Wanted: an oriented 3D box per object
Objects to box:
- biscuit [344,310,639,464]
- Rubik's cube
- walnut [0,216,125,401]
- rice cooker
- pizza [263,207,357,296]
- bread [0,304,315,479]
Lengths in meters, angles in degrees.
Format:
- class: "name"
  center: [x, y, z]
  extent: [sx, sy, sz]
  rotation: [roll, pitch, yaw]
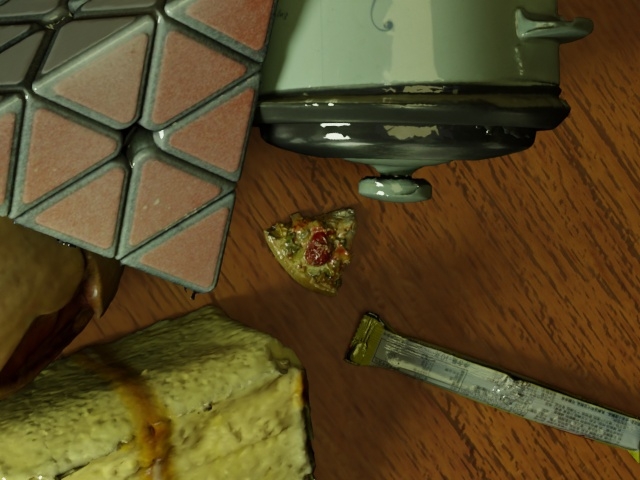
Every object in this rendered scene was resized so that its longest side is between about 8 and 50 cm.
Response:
- class: "biscuit"
  center: [0.163, 0.131, 1.685]
  extent: [0.292, 0.026, 0.048]
  rotation: [20, 95, -10]
- class: "Rubik's cube"
  center: [-0.161, -0.106, 1.448]
  extent: [0.228, 0.229, 0.233]
  rotation: [13, 79, -2]
- class: "walnut"
  center: [-0.266, 0.012, 1.525]
  extent: [0.203, 0.203, 0.298]
  rotation: [41, 63, -10]
- class: "rice cooker"
  center: [0.062, -0.177, 1.526]
  extent: [0.317, 0.264, 0.316]
  rotation: [0, 91, 23]
- class: "pizza"
  center: [0.000, 0.000, 1.648]
  extent: [0.083, 0.025, 0.078]
  rotation: [41, 90, -9]
- class: "bread"
  center: [-0.125, 0.210, 1.565]
  extent: [0.263, 0.198, 0.236]
  rotation: [-21, 105, -13]
